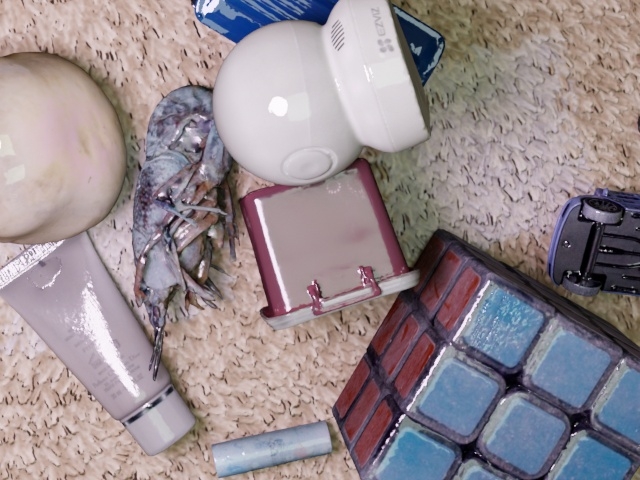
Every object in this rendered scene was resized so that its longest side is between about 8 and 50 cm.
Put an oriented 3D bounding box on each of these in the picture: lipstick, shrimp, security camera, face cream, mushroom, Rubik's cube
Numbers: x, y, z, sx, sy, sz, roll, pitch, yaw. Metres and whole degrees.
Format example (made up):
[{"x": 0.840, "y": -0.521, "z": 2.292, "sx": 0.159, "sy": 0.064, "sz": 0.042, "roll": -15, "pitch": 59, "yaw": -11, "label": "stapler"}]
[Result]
[{"x": -0.064, "y": 0.278, "z": 2.039, "sx": 0.158, "sy": 0.048, "sz": 0.048, "roll": -12, "pitch": 102, "yaw": -5, "label": "lipstick"}, {"x": -0.170, "y": -0.011, "z": 1.902, "sx": 0.137, "sy": 0.172, "sz": 0.372, "roll": -2, "pitch": 86, "yaw": 1, "label": "shrimp"}, {"x": -0.008, "y": -0.165, "z": 1.715, "sx": 0.236, "sy": 0.194, "sz": 0.195, "roll": -19, "pitch": 103, "yaw": 6, "label": "security camera"}, {"x": -0.281, "y": 0.134, "z": 1.969, "sx": 0.143, "sy": 0.089, "sz": 0.314, "roll": -36, "pitch": 95, "yaw": 2, "label": "face cream"}, {"x": -0.374, "y": -0.106, "z": 1.857, "sx": 0.234, "sy": 0.254, "sz": 0.260, "roll": -11, "pitch": 131, "yaw": 37, "label": "mushroom"}, {"x": 0.226, "y": 0.201, "z": 1.933, "sx": 0.301, "sy": 0.304, "sz": 0.305, "roll": 28, "pitch": 98, "yaw": -11, "label": "Rubik's cube"}]

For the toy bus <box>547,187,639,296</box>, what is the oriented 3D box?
[{"x": 0.436, "y": 0.004, "z": 2.004, "sx": 0.292, "sy": 0.133, "sz": 0.125, "roll": 7, "pitch": 113, "yaw": -10, "label": "toy bus"}]

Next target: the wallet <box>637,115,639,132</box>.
[{"x": 0.558, "y": -0.160, "z": 2.034, "sx": 0.245, "sy": 0.052, "sz": 0.169, "roll": -31, "pitch": 108, "yaw": 7, "label": "wallet"}]

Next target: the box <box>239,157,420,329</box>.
[{"x": 0.000, "y": 0.000, "z": 1.879, "sx": 0.193, "sy": 0.294, "sz": 0.167, "roll": -16, "pitch": 92, "yaw": -4, "label": "box"}]

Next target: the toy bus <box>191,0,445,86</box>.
[{"x": -0.008, "y": -0.267, "z": 1.875, "sx": 0.287, "sy": 0.175, "sz": 0.138, "roll": 30, "pitch": 97, "yaw": -12, "label": "toy bus"}]
